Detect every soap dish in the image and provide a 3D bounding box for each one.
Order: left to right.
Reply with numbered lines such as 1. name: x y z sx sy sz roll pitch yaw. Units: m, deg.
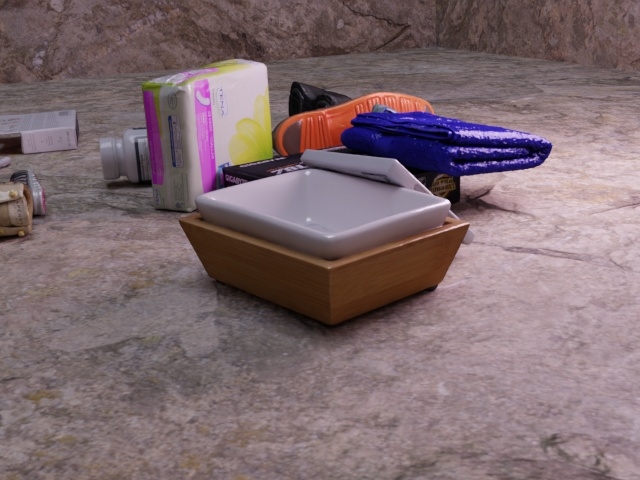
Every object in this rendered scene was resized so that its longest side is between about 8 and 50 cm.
1. soap dish: 0.000 0.000 1.049 0.229 0.118 0.291 -17 22 -39

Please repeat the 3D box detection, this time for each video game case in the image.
1. video game case: 0.091 -0.062 1.170 0.183 0.023 0.201 38 -14 -34

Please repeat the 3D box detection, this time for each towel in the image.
1. towel: 0.205 -0.175 1.423 0.228 0.076 0.308 -9 19 -29

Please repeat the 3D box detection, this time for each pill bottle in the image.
1. pill bottle: -0.330 -0.166 1.633 0.180 0.107 0.108 -6 18 -11

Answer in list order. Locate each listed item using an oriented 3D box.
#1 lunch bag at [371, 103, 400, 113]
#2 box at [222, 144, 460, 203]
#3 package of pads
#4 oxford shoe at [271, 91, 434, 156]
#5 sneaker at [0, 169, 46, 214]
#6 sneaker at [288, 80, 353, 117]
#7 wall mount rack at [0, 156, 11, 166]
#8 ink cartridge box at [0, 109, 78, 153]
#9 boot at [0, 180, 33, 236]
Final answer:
1. lunch bag: 0.157 -0.192 1.653 0.151 0.096 0.129 29 11 -12
2. box: 0.032 -0.098 1.433 0.296 0.073 0.293 -13 21 -33
3. package of pads: -0.195 -0.200 1.522 0.101 0.229 0.296 6 19 25
4. oxford shoe: 0.066 -0.248 1.810 0.364 0.129 0.133 -8 12 -17
5. sneaker: -0.532 -0.083 1.475 0.075 0.063 0.170 -5 22 -28
6. sneaker: 0.012 -0.338 2.168 0.130 0.109 0.286 -2 22 -31
7. wall mount rack: -0.799 -0.185 1.714 0.350 0.130 0.304 8 -20 4
8. ink cartridge box: -0.722 -0.266 2.084 0.239 0.060 0.275 -8 19 -13
9. boot: -0.546 -0.030 1.270 0.204 0.095 0.262 -4 14 -8
